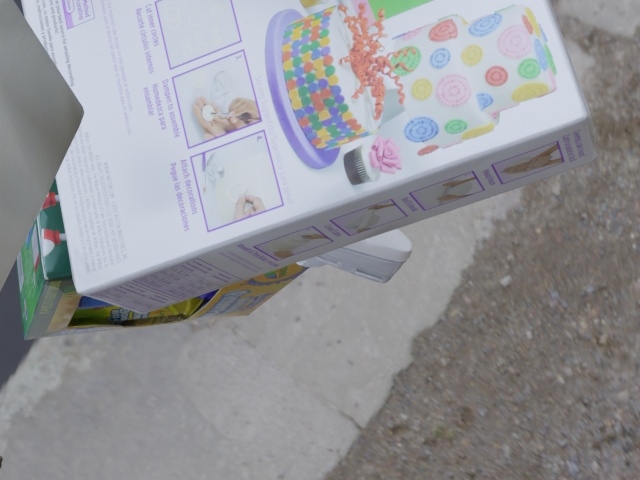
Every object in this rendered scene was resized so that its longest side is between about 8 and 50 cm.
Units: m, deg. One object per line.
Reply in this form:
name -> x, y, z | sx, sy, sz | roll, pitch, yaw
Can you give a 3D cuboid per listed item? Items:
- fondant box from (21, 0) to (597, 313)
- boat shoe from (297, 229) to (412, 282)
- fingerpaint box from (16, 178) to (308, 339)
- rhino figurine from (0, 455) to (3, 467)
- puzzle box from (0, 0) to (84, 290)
fondant box -> -0.017, -0.115, 0.705 | 0.330, 0.096, 0.238 | -19, 72, 14
boat shoe -> 0.000, 0.000, 1.083 | 0.063, 0.184, 0.066 | -63, 28, 28
fingerpaint box -> -0.237, 0.019, 1.563 | 0.371, 0.445, 0.163 | -5, 77, -20
rhino figurine -> -0.440, 0.331, 1.350 | 0.106, 0.243, 0.073 | 30, 45, 27
puzzle box -> -0.183, -0.007, 0.186 | 0.052, 0.272, 0.409 | -14, 37, 20
